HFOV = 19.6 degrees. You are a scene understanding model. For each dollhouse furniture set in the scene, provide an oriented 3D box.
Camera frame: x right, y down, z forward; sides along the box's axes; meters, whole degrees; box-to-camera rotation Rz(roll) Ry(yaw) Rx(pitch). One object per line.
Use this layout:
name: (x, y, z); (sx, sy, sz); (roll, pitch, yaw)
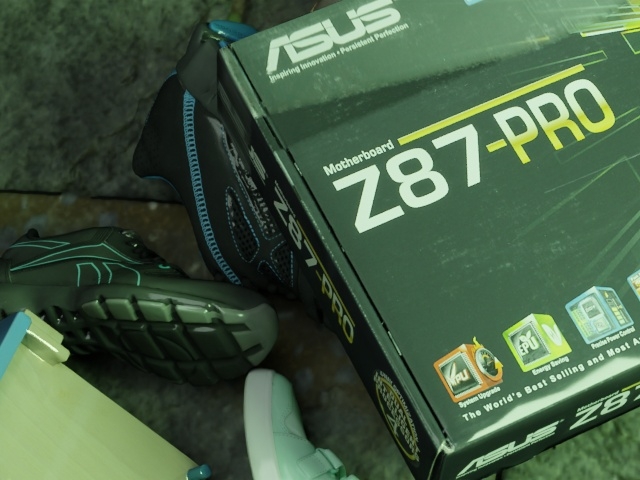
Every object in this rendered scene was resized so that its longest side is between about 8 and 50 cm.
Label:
dollhouse furniture set: (-0.196, 0.249, 1.295); (0.198, 0.286, 0.303); (-26, 34, 46)

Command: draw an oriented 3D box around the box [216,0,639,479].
box: (0.173, -0.051, 1.218); (0.395, 0.097, 0.318); (-22, 64, -14)

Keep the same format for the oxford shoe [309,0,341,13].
oxford shoe: (0.134, -0.245, 1.336); (0.364, 0.133, 0.130); (-35, 66, 3)

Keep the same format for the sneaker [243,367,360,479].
sneaker: (0.038, 0.188, 1.259); (0.151, 0.094, 0.256); (-16, 60, -5)

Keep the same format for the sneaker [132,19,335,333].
sneaker: (0.000, 0.000, 1.327); (0.341, 0.125, 0.139); (51, 119, 21)

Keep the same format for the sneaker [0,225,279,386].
sneaker: (-0.142, 0.034, 1.333); (0.267, 0.101, 0.106); (3, 50, 30)
